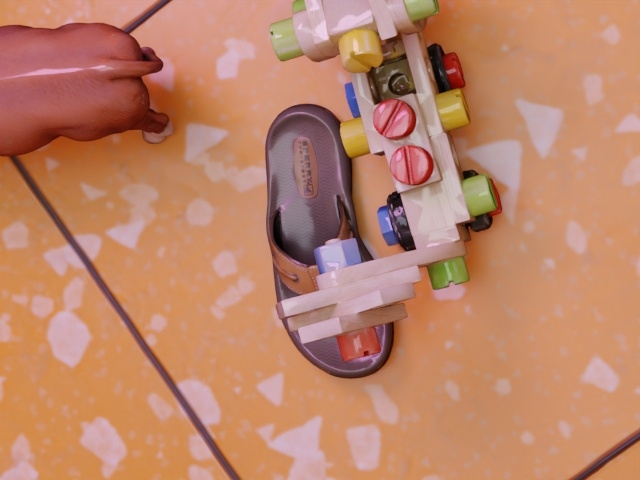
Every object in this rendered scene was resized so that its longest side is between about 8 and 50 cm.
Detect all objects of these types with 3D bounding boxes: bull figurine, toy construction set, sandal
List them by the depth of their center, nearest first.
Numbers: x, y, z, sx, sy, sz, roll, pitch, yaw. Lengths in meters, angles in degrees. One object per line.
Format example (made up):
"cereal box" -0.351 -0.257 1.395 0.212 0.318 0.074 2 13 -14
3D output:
"toy construction set" 0.047 -0.078 1.294 0.151 0.215 0.327 -1 89 13
"bull figurine" -0.263 -0.114 1.374 0.310 0.188 0.101 1 89 12
"sandal" 0.000 0.000 1.382 0.090 0.060 0.219 -8 88 12
